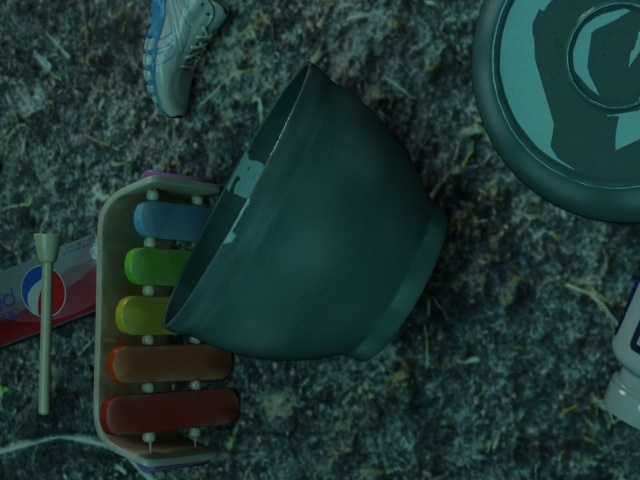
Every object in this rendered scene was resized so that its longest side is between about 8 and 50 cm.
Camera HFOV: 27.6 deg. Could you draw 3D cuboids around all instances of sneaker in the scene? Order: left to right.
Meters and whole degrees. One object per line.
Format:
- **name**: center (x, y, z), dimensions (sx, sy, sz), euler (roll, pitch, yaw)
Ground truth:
- **sneaker**: center (-0.141, -0.226, 1.406), dimensions (0.083, 0.071, 0.190), euler (5, 98, 18)

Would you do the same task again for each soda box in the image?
- **soda box**: center (-0.324, 0.066, 1.503), dimensions (0.263, 0.092, 0.083), euler (-21, 88, 24)

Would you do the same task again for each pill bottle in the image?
- **pill bottle**: center (0.335, 0.082, 1.204), dimensions (0.112, 0.112, 0.186), euler (25, 105, 19)

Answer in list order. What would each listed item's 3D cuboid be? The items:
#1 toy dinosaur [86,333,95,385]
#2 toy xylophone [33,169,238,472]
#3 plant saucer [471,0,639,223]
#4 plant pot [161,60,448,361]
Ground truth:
- **toy dinosaur**: center (-0.236, 0.131, 1.513), dimensions (0.082, 0.047, 0.090), euler (-38, 113, 14)
- **toy xylophone**: center (-0.190, 0.088, 1.377), dimensions (0.081, 0.236, 0.322), euler (-2, 93, 36)
- **plant saucer**: center (0.284, -0.172, 1.224), dimensions (0.318, 0.044, 0.317), euler (2, 95, 27)
- **plant pot**: center (0.000, 0.000, 1.273), dimensions (0.196, 0.293, 0.293), euler (29, 108, -9)
